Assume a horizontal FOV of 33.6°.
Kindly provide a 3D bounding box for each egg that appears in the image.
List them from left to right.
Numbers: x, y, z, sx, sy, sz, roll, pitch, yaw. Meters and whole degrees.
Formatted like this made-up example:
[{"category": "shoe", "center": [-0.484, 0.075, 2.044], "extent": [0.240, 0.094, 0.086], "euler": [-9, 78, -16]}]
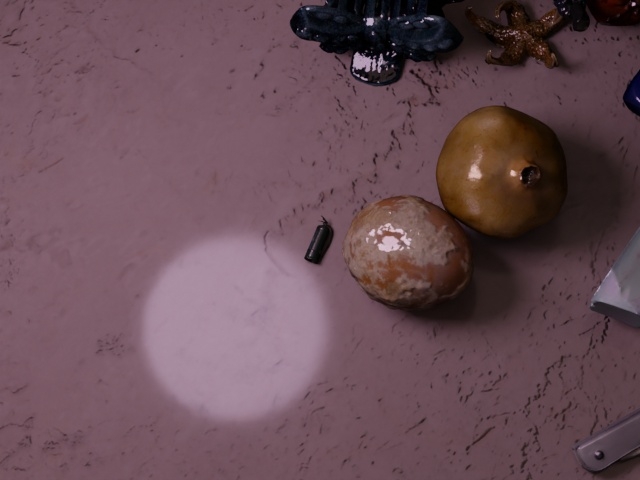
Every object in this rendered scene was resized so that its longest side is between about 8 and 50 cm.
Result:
[{"category": "egg", "center": [0.148, 0.022, 1.766], "extent": [0.233, 0.195, 0.195], "euler": [16, 76, 26]}]

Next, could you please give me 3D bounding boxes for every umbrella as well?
[{"category": "umbrella", "center": [0.436, -0.421, 1.866], "extent": [0.071, 0.071, 0.248], "euler": [-11, 38, 6]}]

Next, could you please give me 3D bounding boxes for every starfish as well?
[{"category": "starfish", "center": [0.347, -0.369, 1.914], "extent": [0.190, 0.074, 0.146], "euler": [16, 74, 13]}]

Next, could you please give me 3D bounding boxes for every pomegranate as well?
[{"category": "pomegranate", "center": [0.303, -0.111, 1.773], "extent": [0.233, 0.233, 0.233], "euler": [-3, 72, 9]}]

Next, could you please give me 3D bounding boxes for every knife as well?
[{"category": "knife", "center": [0.532, 0.296, 1.691], "extent": [0.266, 0.040, 0.073], "euler": [-26, 81, 1]}]

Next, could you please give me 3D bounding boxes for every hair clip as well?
[{"category": "hair clip", "center": [0.105, -0.398, 1.899], "extent": [0.310, 0.206, 0.194], "euler": [9, 80, 7]}]

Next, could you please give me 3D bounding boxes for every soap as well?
[{"category": "soap", "center": [0.532, 0.039, 1.717], "extent": [0.091, 0.145, 0.230], "euler": [32, 81, 17]}]

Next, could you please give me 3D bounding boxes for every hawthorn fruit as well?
[{"category": "hawthorn fruit", "center": [0.536, -0.466, 1.884], "extent": [0.148, 0.148, 0.172], "euler": [-15, 54, 5]}]

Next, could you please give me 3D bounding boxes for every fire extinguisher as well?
[{"category": "fire extinguisher", "center": [0.000, 0.000, 1.884], "extent": [0.038, 0.025, 0.083], "euler": [26, 76, -22]}]

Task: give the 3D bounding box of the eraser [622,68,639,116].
[{"category": "eraser", "center": [0.671, -0.334, 1.799], "extent": [0.155, 0.101, 0.332], "euler": [37, 94, 28]}]
